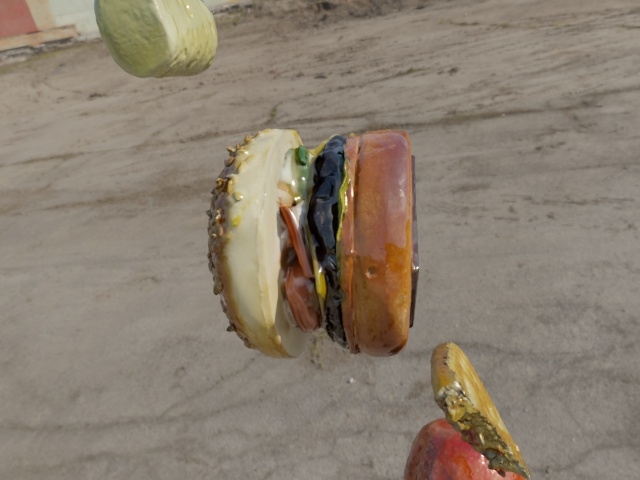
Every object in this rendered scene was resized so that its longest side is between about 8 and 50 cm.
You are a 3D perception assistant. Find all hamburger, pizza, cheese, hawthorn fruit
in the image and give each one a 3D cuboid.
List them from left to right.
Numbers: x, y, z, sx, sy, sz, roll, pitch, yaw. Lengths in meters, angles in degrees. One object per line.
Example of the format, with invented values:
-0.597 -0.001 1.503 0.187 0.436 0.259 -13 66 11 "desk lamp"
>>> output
-0.202 -0.274 0.600 0.093 0.123 0.167 -7 18 11 "cheese"
0.000 0.000 0.546 0.224 0.291 0.291 -1 31 11 "hamburger"
0.280 0.427 0.894 0.241 0.272 0.242 6 -4 0 "hawthorn fruit"
0.203 0.236 0.617 0.062 0.199 0.188 -36 -10 17 "pizza"
